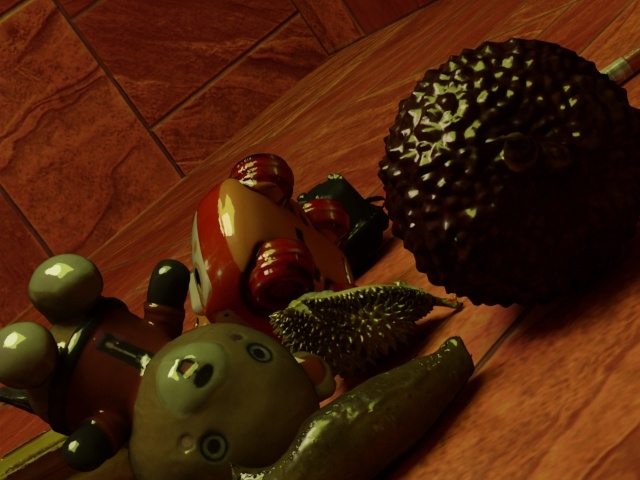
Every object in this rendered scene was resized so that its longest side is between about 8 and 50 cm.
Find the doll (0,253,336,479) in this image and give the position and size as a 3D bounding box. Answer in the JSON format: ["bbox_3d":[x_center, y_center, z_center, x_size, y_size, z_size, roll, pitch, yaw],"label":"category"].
[{"bbox_3d":[-0.160,0.153,1.340,0.174,0.330,0.235,97,-161,-50],"label":"doll"}]

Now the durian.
[{"bbox_3d":[0.052,0.094,1.464,0.208,0.102,0.146,-11,-7,-3],"label":"durian"}]

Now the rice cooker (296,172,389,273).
[{"bbox_3d":[0.001,0.000,1.857,0.203,0.118,0.142,-43,14,-18],"label":"rice cooker"}]

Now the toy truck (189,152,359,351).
[{"bbox_3d":[-0.081,0.053,1.615,0.239,0.265,0.189,-29,50,21],"label":"toy truck"}]

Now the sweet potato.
[{"bbox_3d":[0.023,0.173,1.215,0.286,0.085,0.112,-39,26,-12],"label":"sweet potato"}]

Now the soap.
[{"bbox_3d":[-0.255,0.264,1.514,0.233,0.135,0.076,-30,13,26],"label":"soap"}]

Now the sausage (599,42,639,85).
[{"bbox_3d":[0.382,-0.214,1.846,0.253,0.034,0.034,-35,12,1],"label":"sausage"}]

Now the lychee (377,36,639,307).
[{"bbox_3d":[0.186,-0.063,1.299,0.264,0.264,0.300,-34,-7,4],"label":"lychee"}]
